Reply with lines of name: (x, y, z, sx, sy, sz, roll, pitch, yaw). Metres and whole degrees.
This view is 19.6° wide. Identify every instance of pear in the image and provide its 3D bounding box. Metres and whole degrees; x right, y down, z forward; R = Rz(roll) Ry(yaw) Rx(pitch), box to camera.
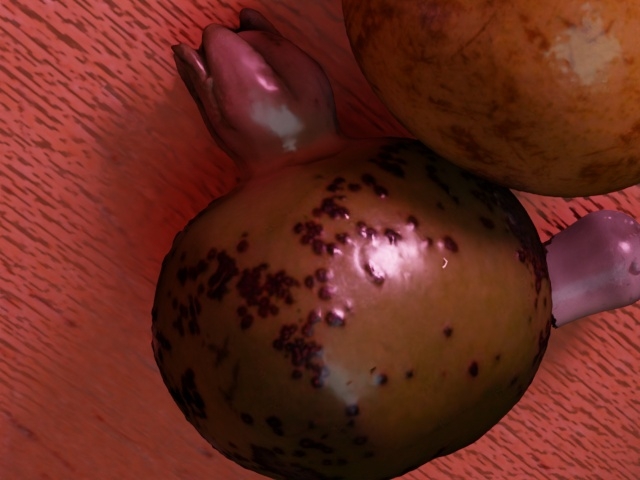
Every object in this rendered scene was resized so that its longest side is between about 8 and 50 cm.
pear: (0.151, -0.161, 1.206, 0.284, 0.283, 0.283, -6, 121, -10)

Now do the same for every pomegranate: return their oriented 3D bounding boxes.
pomegranate: (0.000, 0.000, 1.290, 0.285, 0.285, 0.340, -21, 92, 0)

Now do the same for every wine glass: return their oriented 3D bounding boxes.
wine glass: (0.255, 0.001, 1.430, 0.195, 0.079, 0.079, -23, 123, -1)
